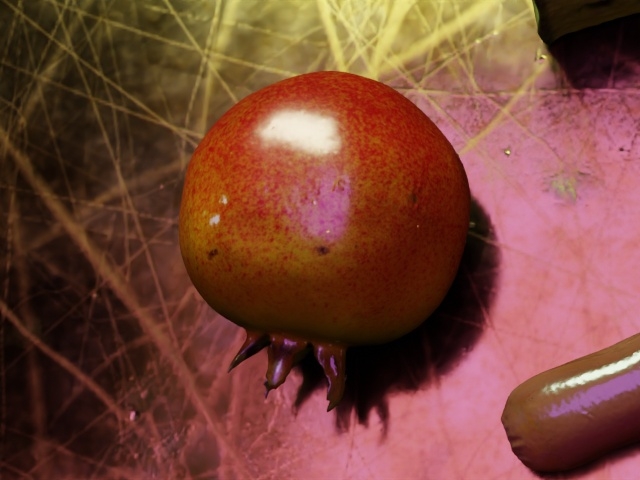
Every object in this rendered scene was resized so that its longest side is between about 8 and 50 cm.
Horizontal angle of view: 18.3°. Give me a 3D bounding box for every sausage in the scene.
[{"bbox_3d":[0.230,0.113,1.494,0.194,0.077,0.077,-24,72,5],"label":"sausage"}]

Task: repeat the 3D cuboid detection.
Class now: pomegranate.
[{"bbox_3d":[0.000,0.000,1.506,0.221,0.221,0.257,5,85,14],"label":"pomegranate"}]

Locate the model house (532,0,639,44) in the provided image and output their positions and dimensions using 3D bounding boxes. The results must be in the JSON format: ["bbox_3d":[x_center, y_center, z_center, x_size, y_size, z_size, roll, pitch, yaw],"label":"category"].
[{"bbox_3d":[0.258,-0.281,1.532,0.234,0.175,0.193,-11,74,13],"label":"model house"}]
